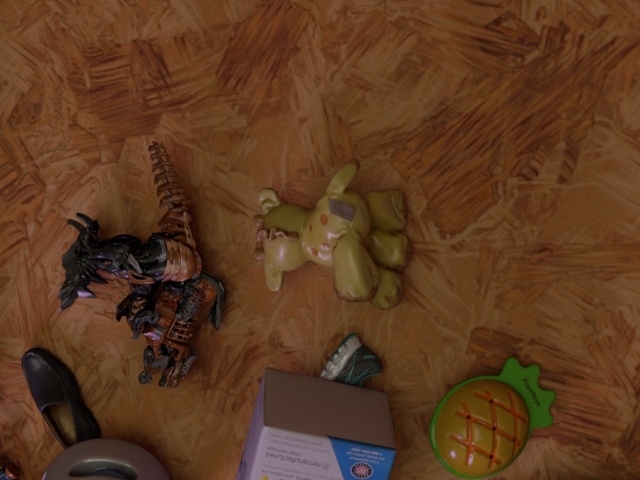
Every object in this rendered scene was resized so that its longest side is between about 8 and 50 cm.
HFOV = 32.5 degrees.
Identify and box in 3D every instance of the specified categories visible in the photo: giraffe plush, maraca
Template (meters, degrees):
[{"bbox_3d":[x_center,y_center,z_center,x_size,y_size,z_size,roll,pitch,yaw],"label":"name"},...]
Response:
[{"bbox_3d":[0.000,0.000,1.450,0.170,0.210,0.182,-8,58,34],"label":"giraffe plush"},{"bbox_3d":[0.227,0.234,1.445,0.185,0.099,0.127,-32,95,-15],"label":"maraca"}]

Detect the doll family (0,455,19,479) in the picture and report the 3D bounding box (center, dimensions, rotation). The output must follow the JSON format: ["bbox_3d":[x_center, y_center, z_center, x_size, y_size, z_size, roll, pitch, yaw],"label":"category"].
[{"bbox_3d":[-0.533,0.367,1.597,0.263,0.118,0.163,43,93,-12],"label":"doll family"}]

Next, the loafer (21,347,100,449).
[{"bbox_3d":[-0.379,0.229,1.573,0.062,0.061,0.170,-38,85,11],"label":"loafer"}]

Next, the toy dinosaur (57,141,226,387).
[{"bbox_3d":[-0.238,0.037,1.521,0.218,0.164,0.322,3,74,-4],"label":"toy dinosaur"}]

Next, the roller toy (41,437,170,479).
[{"bbox_3d":[-0.300,0.384,1.495,0.209,0.146,0.191,-38,108,9],"label":"roller toy"}]

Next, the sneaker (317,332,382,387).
[{"bbox_3d":[0.024,0.212,1.498,0.076,0.065,0.166,35,100,3],"label":"sneaker"}]

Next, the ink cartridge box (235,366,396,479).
[{"bbox_3d":[-0.017,0.316,1.414,0.171,0.168,0.233,12,108,-7],"label":"ink cartridge box"}]
